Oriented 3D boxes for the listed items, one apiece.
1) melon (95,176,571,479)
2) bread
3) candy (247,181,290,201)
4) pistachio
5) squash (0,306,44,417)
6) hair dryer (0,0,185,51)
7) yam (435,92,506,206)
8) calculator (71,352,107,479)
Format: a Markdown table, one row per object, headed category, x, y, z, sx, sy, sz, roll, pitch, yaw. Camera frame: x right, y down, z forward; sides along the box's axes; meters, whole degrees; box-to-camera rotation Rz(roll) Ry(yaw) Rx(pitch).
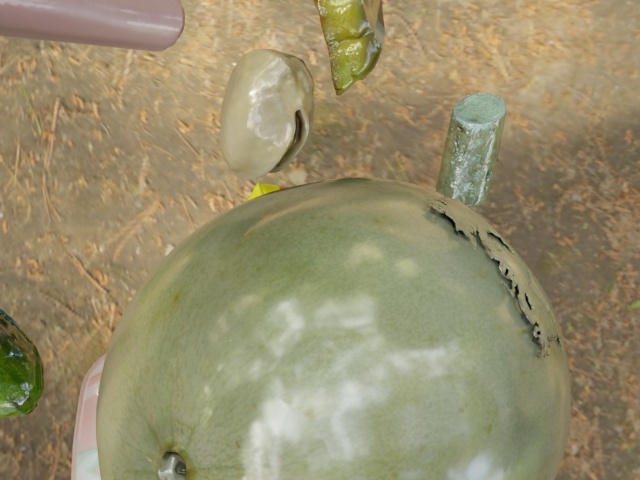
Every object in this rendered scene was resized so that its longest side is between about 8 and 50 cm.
| category | x | y | z | sx | sy | sz | roll | pitch | yaw |
| --- | --- | --- | --- | --- | --- | --- | --- | --- | --- |
| melon | 0.022 | 0.092 | 0.582 | 0.330 | 0.268 | 0.269 | -8 | 110 | -54 |
| bread | 0.048 | -0.361 | 1.480 | 0.088 | 0.161 | 0.233 | -6 | 126 | 16 |
| candy | 0.000 | 0.000 | 1.483 | 0.276 | 0.088 | 0.146 | 6 | 132 | -32 |
| pistachio | -0.078 | -0.176 | 1.336 | 0.126 | 0.152 | 0.223 | -24 | 150 | -35 |
| squash | -0.348 | 0.027 | 0.722 | 0.331 | 0.087 | 0.087 | 40 | 90 | -21 |
| hair dryer | -0.227 | -0.176 | 0.587 | 0.352 | 0.125 | 0.210 | -5 | 65 | -52 |
| yam | 0.278 | -0.169 | 1.721 | 0.107 | 0.107 | 0.194 | -4 | 126 | -17 |
| calculator | -0.112 | 0.233 | 0.842 | 0.220 | 0.048 | 0.330 | -9 | 73 | 2 |
